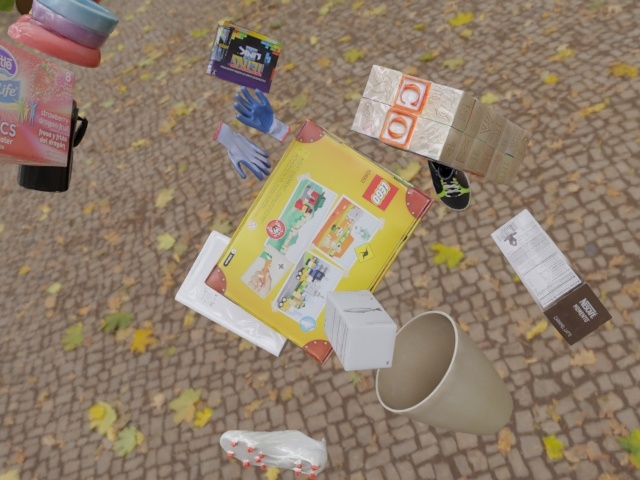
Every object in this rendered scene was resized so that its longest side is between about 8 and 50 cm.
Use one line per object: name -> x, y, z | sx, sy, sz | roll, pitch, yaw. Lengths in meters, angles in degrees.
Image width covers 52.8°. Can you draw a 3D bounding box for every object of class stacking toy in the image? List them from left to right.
stacking toy -> -0.473, -0.419, 1.058 | 0.130, 0.279, 0.309 | -60, 35, 16

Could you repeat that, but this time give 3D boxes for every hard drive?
hard drive -> -0.213, 0.149, 1.856 | 0.353, 0.047, 0.233 | 26, 82, 15

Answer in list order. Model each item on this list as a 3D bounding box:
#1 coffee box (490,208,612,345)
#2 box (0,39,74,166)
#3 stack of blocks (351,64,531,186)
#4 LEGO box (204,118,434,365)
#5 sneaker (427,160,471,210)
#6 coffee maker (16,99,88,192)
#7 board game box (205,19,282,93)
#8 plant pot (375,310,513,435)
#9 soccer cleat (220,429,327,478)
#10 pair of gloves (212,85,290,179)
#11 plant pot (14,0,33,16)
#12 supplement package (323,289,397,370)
coffee box -> 0.461, 0.070, 1.307 | 0.098, 0.141, 0.246 | -38, 36, 15
box -> -0.465, -0.183, 0.801 | 0.154, 0.300, 0.142 | 5, 89, 18
stack of blocks -> 0.162, -0.156, 0.902 | 0.171, 0.297, 0.087 | 24, 101, 30
LEGO box -> 0.000, 0.000, 1.668 | 0.372, 0.193, 0.500 | 34, 97, 4
sneaker -> 0.282, -0.152, 1.474 | 0.084, 0.235, 0.097 | -12, 33, 24
coffee maker -> -0.568, -0.192, 1.325 | 0.120, 0.178, 0.171 | 17, 28, -3
board game box -> -0.197, -0.471, 1.668 | 0.048, 0.170, 0.141 | 28, 104, 58
plant pot -> 0.317, 0.343, 1.524 | 0.256, 0.274, 0.256 | -43, 26, 27
soccer cleat -> -0.083, 0.373, 1.167 | 0.196, 0.068, 0.076 | 15, 38, -3
pair of gloves -> -0.148, -0.232, 1.413 | 0.023, 0.159, 0.198 | -8, 52, 50
plant pot -> -0.632, -0.674, 1.482 | 0.284, 0.191, 0.284 | -38, 0, 0
supplement package -> 0.082, 0.191, 1.398 | 0.105, 0.105, 0.179 | 0, 21, -17
